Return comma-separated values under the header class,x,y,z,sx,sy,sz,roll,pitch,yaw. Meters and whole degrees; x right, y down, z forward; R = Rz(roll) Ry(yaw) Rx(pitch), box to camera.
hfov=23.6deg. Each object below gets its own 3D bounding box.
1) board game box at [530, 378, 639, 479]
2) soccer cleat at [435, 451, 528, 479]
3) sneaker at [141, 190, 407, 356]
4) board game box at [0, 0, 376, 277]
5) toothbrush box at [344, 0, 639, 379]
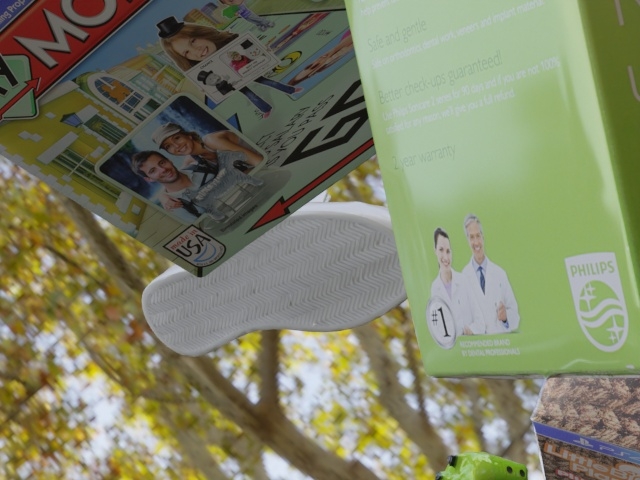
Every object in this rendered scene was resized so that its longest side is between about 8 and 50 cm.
class,x,y,z,sx,sy,sz,roll,pitch,yaw
board game box,0.300,0.134,1.374,0.291,0.141,0.232,69,-140,-58
soccer cleat,0.107,0.226,1.267,0.072,0.060,0.179,12,-34,-21
sneaker,0.000,0.000,1.236,0.169,0.292,0.108,-38,-73,-43
board game box,-0.022,-0.124,0.703,0.317,0.046,0.213,-35,-50,27
toothbrush box,0.115,-0.117,0.469,0.206,0.122,0.283,-12,-91,-27
